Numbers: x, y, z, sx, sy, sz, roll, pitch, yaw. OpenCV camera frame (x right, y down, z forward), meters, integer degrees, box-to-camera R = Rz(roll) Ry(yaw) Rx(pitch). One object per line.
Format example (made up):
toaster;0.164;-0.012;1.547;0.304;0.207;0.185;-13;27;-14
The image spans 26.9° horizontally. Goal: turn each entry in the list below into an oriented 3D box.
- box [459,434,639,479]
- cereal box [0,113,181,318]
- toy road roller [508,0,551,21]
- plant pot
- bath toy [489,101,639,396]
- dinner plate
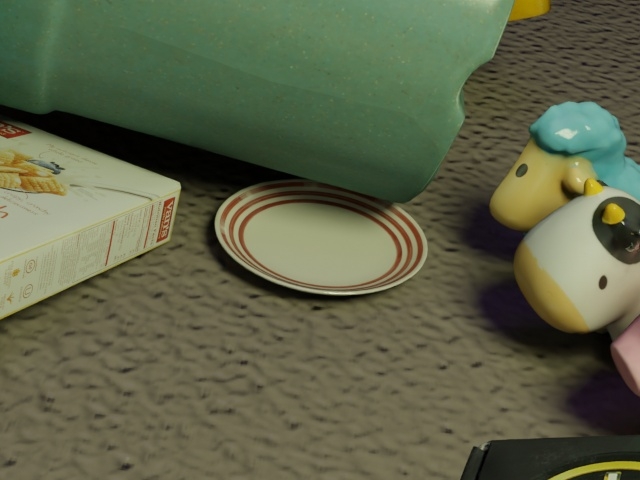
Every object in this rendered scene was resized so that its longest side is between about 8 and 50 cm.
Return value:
box;0.206;0.187;0.418;0.395;0.097;0.318;-5;31;26
cereal box;-0.217;-0.019;0.791;0.173;0.047;0.240;21;23;19
toy road roller;0.042;-0.281;1.126;0.329;0.202;0.240;-6;15;13
plant pot;-0.052;-0.195;0.878;0.334;0.341;0.341;21;32;-6
bath toy;0.215;0.054;0.742;0.151;0.129;0.348;-4;35;-20
dinner plate;0.000;0.000;0.880;0.141;0.017;0.141;6;33;-4
